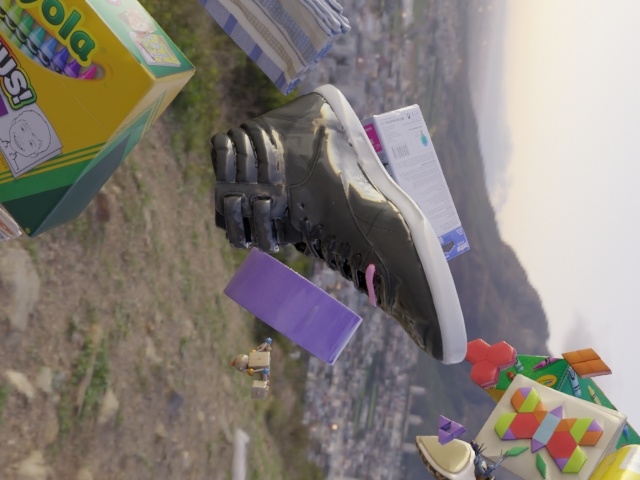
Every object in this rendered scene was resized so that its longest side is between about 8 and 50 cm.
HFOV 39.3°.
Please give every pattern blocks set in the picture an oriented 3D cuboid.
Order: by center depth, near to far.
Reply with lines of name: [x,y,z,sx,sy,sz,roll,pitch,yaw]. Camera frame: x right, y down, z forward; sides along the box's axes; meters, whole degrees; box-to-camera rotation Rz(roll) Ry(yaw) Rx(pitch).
pattern blocks set: [0.319,0.273,1.263,0.026,0.325,0.285,54,52,-47]

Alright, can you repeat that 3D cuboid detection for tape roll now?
tape roll: [-0.039,0.093,1.266,0.080,0.189,0.189,-56,167,-6]

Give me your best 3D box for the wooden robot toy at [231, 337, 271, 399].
wooden robot toy: [-0.141,0.261,1.803,0.173,0.079,0.076,-89,-178,-56]

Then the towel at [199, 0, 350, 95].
towel: [-0.076,-0.304,1.174,0.034,0.209,0.285,-45,-174,-16]

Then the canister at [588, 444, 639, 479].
canister: [0.226,0.234,0.640,0.073,0.126,0.170,-47,166,35]

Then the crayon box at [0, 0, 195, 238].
crayon box: [-0.381,-0.240,1.141,0.313,0.363,0.106,-43,176,33]

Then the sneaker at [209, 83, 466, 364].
sneaker: [0.000,0.000,0.733,0.104,0.147,0.295,86,-21,-53]

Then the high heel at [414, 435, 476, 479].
high heel: [0.261,0.462,1.577,0.093,0.261,0.186,-26,124,-30]

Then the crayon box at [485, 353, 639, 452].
crayon box: [0.434,0.316,1.568,0.278,0.165,0.081,47,63,-24]

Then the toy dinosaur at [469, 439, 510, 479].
toy dinosaur: [0.211,0.302,1.200,0.090,0.047,0.082,-44,-169,-9]

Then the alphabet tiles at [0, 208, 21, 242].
alphabet tiles: [-0.568,-0.093,1.316,0.278,0.284,0.021,48,60,-21]

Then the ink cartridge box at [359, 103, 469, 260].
ink cartridge box: [0.180,-0.101,1.746,0.186,0.065,0.311,-23,92,-53]
